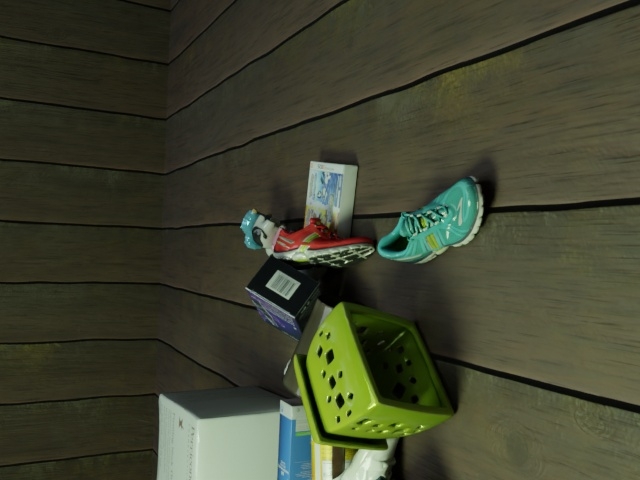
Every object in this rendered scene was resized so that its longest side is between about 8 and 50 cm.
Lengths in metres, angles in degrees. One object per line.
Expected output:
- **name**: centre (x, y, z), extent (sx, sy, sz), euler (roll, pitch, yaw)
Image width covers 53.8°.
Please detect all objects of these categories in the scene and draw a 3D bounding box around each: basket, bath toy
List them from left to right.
- **bath toy**: centre (-0.099, 0.032, 1.760), extent (0.348, 0.151, 0.129), euler (34, 101, 49)
- **basket**: centre (0.026, 0.254, 1.486), extent (0.204, 0.154, 0.226), euler (19, 100, 29)

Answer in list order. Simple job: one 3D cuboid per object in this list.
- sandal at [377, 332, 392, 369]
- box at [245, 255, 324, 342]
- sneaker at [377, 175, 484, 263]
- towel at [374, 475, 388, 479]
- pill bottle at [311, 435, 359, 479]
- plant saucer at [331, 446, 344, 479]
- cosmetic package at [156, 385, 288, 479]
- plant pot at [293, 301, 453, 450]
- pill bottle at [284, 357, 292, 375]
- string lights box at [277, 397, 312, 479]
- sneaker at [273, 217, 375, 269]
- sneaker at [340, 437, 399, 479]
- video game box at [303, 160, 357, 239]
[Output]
- **sandal**: centre (0.127, 0.295, 1.398), extent (0.072, 0.049, 0.180), euler (3, 90, 62)
- **box**: centre (-0.076, 0.154, 1.563), extent (0.153, 0.108, 0.207), euler (28, 158, 23)
- **sneaker**: centre (0.210, -0.026, 1.206), extent (0.275, 0.110, 0.107), euler (-47, 47, 50)
- **towel**: centre (0.130, 0.644, 1.236), extent (0.271, 0.040, 0.370), euler (41, 131, 15)
- **pill bottle**: centre (0.037, 0.518, 1.477), extent (0.117, 0.118, 0.208), euler (-17, 73, 61)
- **plant saucer**: centre (0.039, 0.420, 1.345), extent (0.168, 0.029, 0.168), euler (1, -90, -88)
- **cosmetic package**: centre (-0.260, 0.616, 1.808), extent (0.394, 0.327, 0.329), euler (-6, 82, 61)
- **plant pot**: centre (0.084, 0.282, 1.239), extent (0.207, 0.227, 0.228), euler (-44, 45, 29)
- **pill bottle**: centre (-0.037, 0.334, 1.667), extent (0.152, 0.086, 0.086), euler (-46, 49, 52)
- **string lights box**: centre (-0.033, 0.533, 1.591), extent (0.077, 0.133, 0.259), euler (3, 90, 62)
- **sneaker**: centre (0.000, 0.000, 1.525), extent (0.279, 0.107, 0.118), euler (-4, 71, 31)
- **sneaker**: centre (0.133, 0.528, 1.333), extent (0.169, 0.108, 0.292), euler (33, 101, 28)
- **video game box**: centre (0.022, -0.101, 1.635), extent (0.187, 0.048, 0.205), euler (19, 105, 63)
